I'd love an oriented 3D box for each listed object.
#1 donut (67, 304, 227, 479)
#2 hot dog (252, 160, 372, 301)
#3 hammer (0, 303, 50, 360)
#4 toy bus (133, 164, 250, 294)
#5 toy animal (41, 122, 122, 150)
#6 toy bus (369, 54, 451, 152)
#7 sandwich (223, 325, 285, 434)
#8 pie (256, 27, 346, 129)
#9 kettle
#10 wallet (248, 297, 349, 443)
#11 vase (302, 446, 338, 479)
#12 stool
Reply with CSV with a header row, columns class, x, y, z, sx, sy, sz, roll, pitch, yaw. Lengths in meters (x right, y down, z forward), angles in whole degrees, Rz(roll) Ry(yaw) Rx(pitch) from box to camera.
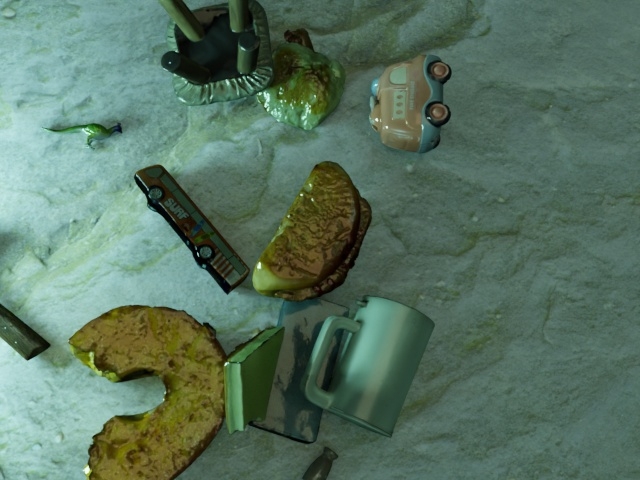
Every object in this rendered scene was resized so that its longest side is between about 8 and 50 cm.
class,x,y,z,sx,sy,sz,roll,pitch,yaw
donut,-0.409,0.381,1.515,0.378,0.163,0.435,-4,74,-11
hot dog,0.000,-0.001,1.636,0.223,0.185,0.405,30,74,1
hammer,-0.859,0.159,1.550,0.409,0.095,0.242,41,73,-2
toy bus,-0.353,-0.034,1.671,0.092,0.093,0.409,-38,85,-24
toy animal,-0.665,-0.288,1.717,0.217,0.041,0.075,-5,74,-6
toy bus,0.261,-0.401,1.829,0.232,0.194,0.287,2,75,4
sandwich,-0.163,0.351,1.542,0.063,0.245,0.212,5,104,22
pie,-0.067,-0.471,1.840,0.257,0.105,0.274,-44,83,-2
kettle,0.131,0.310,1.578,0.205,0.265,0.318,12,71,40
wallet,-0.055,0.332,1.642,0.191,0.046,0.379,18,72,-5
vase,0.002,0.583,1.580,0.053,0.053,0.100,37,69,2
stool,-0.305,-0.572,1.729,0.310,0.226,0.310,-12,77,4
